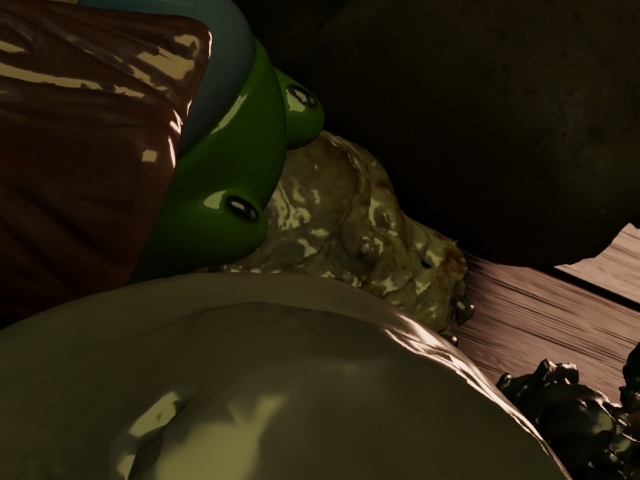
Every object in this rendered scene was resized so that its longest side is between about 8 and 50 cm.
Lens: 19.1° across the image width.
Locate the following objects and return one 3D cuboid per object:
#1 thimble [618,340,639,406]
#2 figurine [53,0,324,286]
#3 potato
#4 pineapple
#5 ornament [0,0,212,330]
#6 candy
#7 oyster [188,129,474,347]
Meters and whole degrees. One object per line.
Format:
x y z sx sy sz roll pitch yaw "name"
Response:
0.228 0.089 1.013 0.090 0.118 0.130 0 14 -41 "thimble"
-0.135 -0.067 0.861 0.263 0.143 0.162 16 39 9 "figurine"
0.076 -0.135 1.075 0.326 0.243 0.221 29 6 -8 "potato"
0.114 0.111 0.875 0.237 0.111 0.119 13 0 -18 "pineapple"
-0.182 -0.011 0.671 0.217 0.221 0.235 22 -13 -11 "ornament"
-0.026 0.153 0.534 0.295 0.185 0.295 15 57 -25 "candy"
0.000 0.000 0.962 0.191 0.081 0.163 -25 70 -44 "oyster"
